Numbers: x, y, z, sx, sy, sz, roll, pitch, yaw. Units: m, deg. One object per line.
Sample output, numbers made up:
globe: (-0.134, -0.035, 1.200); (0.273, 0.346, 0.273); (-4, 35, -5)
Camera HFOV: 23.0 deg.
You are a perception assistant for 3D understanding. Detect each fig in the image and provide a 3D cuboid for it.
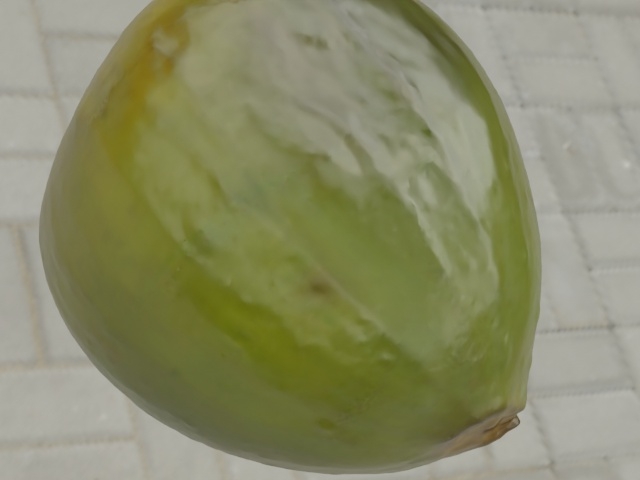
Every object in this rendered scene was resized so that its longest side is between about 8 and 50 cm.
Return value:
fig: (-0.009, -0.001, 1.025); (0.343, 0.343, 0.343); (14, 54, -20)
